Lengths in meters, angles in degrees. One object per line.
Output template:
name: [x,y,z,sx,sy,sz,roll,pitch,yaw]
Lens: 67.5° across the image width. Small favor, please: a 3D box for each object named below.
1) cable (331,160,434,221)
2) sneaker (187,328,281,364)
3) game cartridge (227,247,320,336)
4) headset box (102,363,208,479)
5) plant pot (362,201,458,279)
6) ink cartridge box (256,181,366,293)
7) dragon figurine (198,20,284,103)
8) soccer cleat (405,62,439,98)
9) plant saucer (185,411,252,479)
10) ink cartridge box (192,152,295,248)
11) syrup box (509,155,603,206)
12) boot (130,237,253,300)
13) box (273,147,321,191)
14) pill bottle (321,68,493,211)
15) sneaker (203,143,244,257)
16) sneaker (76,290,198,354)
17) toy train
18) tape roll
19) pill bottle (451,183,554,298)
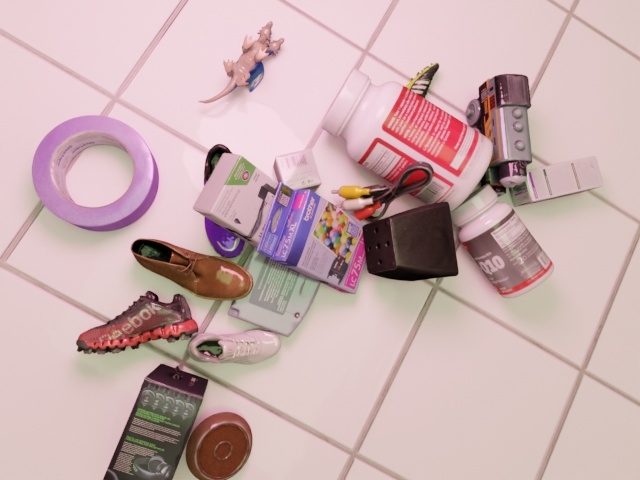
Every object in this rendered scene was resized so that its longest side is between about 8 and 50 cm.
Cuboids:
cable: [0.167,-0.108,1.224,0.139,0.287,0.072,54,48,-25]
sneaker: [-0.209,0.267,1.170,0.232,0.115,0.090,-4,83,-10]
game cartridge: [-0.096,0.089,1.246,0.196,0.060,0.294,22,80,-3]
headset box: [-0.356,0.422,1.058,0.131,0.246,0.283,22,80,-7]
plant pot: [0.214,0.012,1.219,0.167,0.187,0.188,-4,83,-28]
ink cartridge box: [0.000,0.000,1.189,0.311,0.065,0.185,28,75,-37]
dragon figurine: [-0.199,-0.459,1.282,0.085,0.144,0.289,37,97,-5]
soccer cleat: [0.285,-0.438,1.382,0.179,0.060,0.072,-45,101,-6]
plant saucer: [-0.236,0.500,1.149,0.168,0.029,0.168,1,88,-31]
ink cartridge box: [-0.169,-0.085,1.132,0.208,0.087,0.153,35,76,-42]
syrup box: [0.680,-0.170,1.392,0.237,0.093,0.096,-11,85,-11]
boot: [-0.314,0.070,1.159,0.305,0.115,0.112,18,77,0]
box: [-0.063,-0.175,1.268,0.101,0.087,0.102,-15,86,-11]
pill bottle: [0.219,-0.265,1.256,0.408,0.229,0.229,30,79,-5]
sneaker: [-0.248,-0.104,1.196,0.102,0.146,0.293,-7,83,-11]
sneaker: [-0.441,0.194,1.150,0.276,0.097,0.135,-10,85,-13]
toy train: [0.498,-0.294,1.328,0.142,0.190,0.333,1,82,-9]
tape roll: [-0.548,-0.163,1.182,0.275,0.090,0.274,1,82,-9]
pill bottle: [0.481,0.001,1.302,0.161,0.161,0.283,-36,89,-12]
